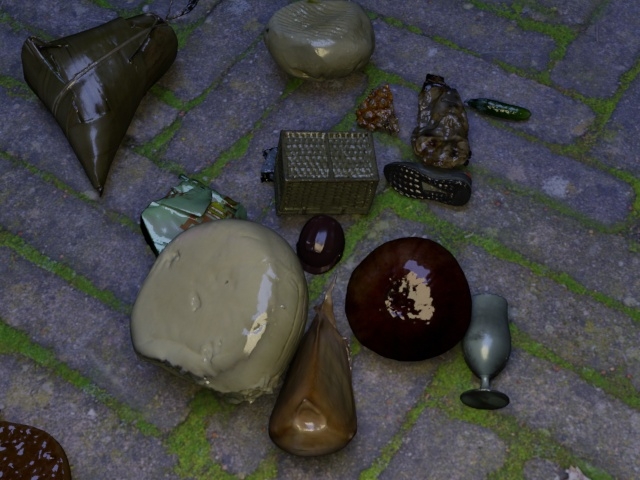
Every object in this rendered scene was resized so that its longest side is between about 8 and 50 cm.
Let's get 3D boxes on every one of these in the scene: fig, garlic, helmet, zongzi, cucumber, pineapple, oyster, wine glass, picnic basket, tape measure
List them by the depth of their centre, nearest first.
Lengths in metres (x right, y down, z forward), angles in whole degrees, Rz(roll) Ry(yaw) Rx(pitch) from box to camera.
[{"bbox_3d":[0.007,0.240,1.536,0.151,0.196,0.338,13,39,3],"label":"garlic"},{"bbox_3d":[0.304,0.200,1.592,0.093,0.093,0.202,5,59,7],"label":"wine glass"},{"bbox_3d":[0.164,0.112,1.602,0.235,0.214,0.234,0,70,0],"label":"fig"},{"bbox_3d":[0.000,0.000,1.764,0.098,0.070,0.123,13,57,12],"label":"helmet"},{"bbox_3d":[0.006,-0.130,1.789,0.197,0.154,0.134,-2,60,-10],"label":"picnic basket"},{"bbox_3d":[-0.082,-0.166,1.893,0.094,0.054,0.091,-1,62,6],"label":"tape measure"},{"bbox_3d":[0.258,-0.276,1.910,0.129,0.078,0.344,-5,44,7],"label":"oyster"},{"bbox_3d":[0.144,-0.278,1.958,0.114,0.077,0.114,-42,69,17],"label":"pineapple"},{"bbox_3d":[0.398,-0.297,1.960,0.155,0.037,0.037,16,58,15],"label":"cucumber"},{"bbox_3d":[-0.410,-0.351,1.991,0.447,0.181,0.418,-26,73,-17],"label":"zongzi"}]

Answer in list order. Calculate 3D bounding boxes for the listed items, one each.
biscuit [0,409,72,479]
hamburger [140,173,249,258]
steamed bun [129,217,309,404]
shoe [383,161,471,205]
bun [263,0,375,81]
[{"bbox_3d":[-0.626,0.443,1.506,0.395,0.070,0.350,2,54,5],"label":"biscuit"},{"bbox_3d":[-0.256,-0.027,1.771,0.214,0.125,0.235,-24,61,-19],"label":"hamburger"},{"bbox_3d":[-0.154,0.126,1.556,0.334,0.233,0.311,23,79,37],"label":"steamed bun"},{"bbox_3d":[0.232,-0.130,1.846,0.195,0.074,0.077,16,36,17],"label":"shoe"},{"bbox_3d":[0.007,-0.455,2.025,0.260,0.159,0.259,-4,39,3],"label":"bun"}]
